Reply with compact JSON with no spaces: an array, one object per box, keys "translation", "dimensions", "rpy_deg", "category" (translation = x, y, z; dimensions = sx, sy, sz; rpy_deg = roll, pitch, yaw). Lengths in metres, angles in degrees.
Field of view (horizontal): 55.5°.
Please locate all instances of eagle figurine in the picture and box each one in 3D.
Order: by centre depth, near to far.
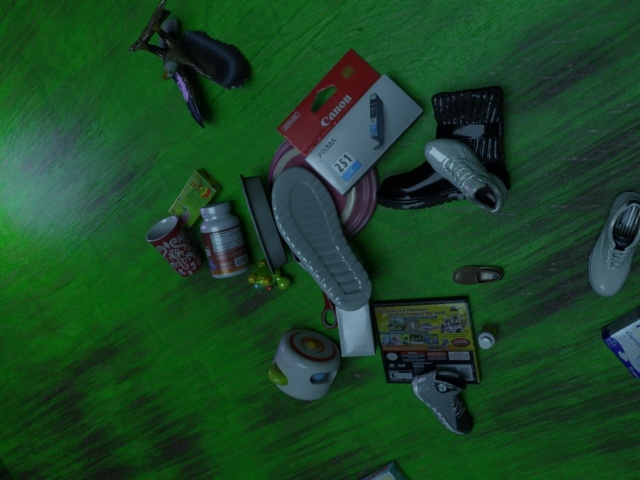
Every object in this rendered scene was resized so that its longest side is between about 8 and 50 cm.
[{"translation":[-0.379,-0.493,1.716],"dimensions":[0.298,0.225,0.226],"rpy_deg":[36,165,-21],"category":"eagle figurine"}]

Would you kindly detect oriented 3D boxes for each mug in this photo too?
[{"translation":[-0.441,0.012,1.905],"dimensions":[0.113,0.150,0.169],"rpy_deg":[-13,126,26],"category":"mug"}]

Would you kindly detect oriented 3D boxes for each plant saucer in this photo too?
[{"translation":[-0.006,-0.146,1.683],"dimensions":[0.332,0.084,0.332],"rpy_deg":[7,109,22],"category":"plant saucer"}]

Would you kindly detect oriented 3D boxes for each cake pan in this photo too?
[{"translation":[-0.153,-0.051,1.687],"dimensions":[0.054,0.293,0.293],"rpy_deg":[-18,98,-3],"category":"cake pan"}]

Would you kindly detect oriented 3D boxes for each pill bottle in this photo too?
[{"translation":[0.440,0.255,1.601],"dimensions":[0.043,0.083,0.043],"rpy_deg":[7,108,22],"category":"pill bottle"},{"translation":[-0.293,-0.004,1.835],"dimensions":[0.121,0.121,0.216],"rpy_deg":[-7,102,26],"category":"pill bottle"}]

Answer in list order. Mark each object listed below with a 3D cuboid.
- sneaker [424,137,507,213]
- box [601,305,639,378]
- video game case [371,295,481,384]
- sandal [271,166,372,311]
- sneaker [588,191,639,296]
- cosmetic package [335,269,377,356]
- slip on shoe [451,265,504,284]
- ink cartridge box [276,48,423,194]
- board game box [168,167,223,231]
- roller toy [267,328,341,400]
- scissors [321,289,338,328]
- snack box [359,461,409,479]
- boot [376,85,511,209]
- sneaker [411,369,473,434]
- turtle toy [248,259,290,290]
[{"translation":[0.334,-0.148,1.380],"dimensions":[0.232,0.115,0.090],"rpy_deg":[36,113,-3],"category":"sneaker"},{"translation":[0.772,0.237,1.453],"dimensions":[0.137,0.072,0.126],"rpy_deg":[-42,87,28],"category":"box"},{"translation":[0.295,0.283,1.704],"dimensions":[0.274,0.035,0.248],"rpy_deg":[-6,103,27],"category":"video game case"},{"translation":[-0.013,0.006,1.621],"dimensions":[0.416,0.169,0.102],"rpy_deg":[64,161,3],"category":"sandal"},{"translation":[0.685,0.016,1.414],"dimensions":[0.094,0.091,0.258],"rpy_deg":[12,110,21],"category":"sneaker"},{"translation":[0.099,0.210,1.742],"dimensions":[0.098,0.060,0.239],"rpy_deg":[-4,101,15],"category":"cosmetic package"},{"translation":[0.409,0.095,1.591],"dimensions":[0.135,0.041,0.051],"rpy_deg":[-3,104,25],"category":"slip on shoe"},{"translation":[0.067,-0.307,1.555],"dimensions":[0.261,0.066,0.296],"rpy_deg":[44,96,6],"category":"ink cartridge box"},{"translation":[-0.388,-0.125,1.885],"dimensions":[0.092,0.043,0.181],"rpy_deg":[44,118,6],"category":"board game box"},{"translation":[-0.040,0.357,1.791],"dimensions":[0.191,0.209,0.146],"rpy_deg":[20,113,3],"category":"roller toy"},{"translation":[0.024,0.130,1.792],"dimensions":[0.109,0.021,0.297],"rpy_deg":[-10,99,27],"category":"scissors"},{"translation":[0.254,0.861,1.882],"dimensions":[0.187,0.060,0.322],"rpy_deg":[-40,87,28],"category":"snack box"},{"translation":[0.287,-0.229,1.495],"dimensions":[0.347,0.131,0.260],"rpy_deg":[-10,108,16],"category":"boot"},{"translation":[0.367,0.437,1.662],"dimensions":[0.228,0.086,0.132],"rpy_deg":[42,128,-11],"category":"sneaker"},{"translation":[-0.150,0.115,1.830],"dimensions":[0.130,0.095,0.066],"rpy_deg":[9,130,23],"category":"turtle toy"}]
